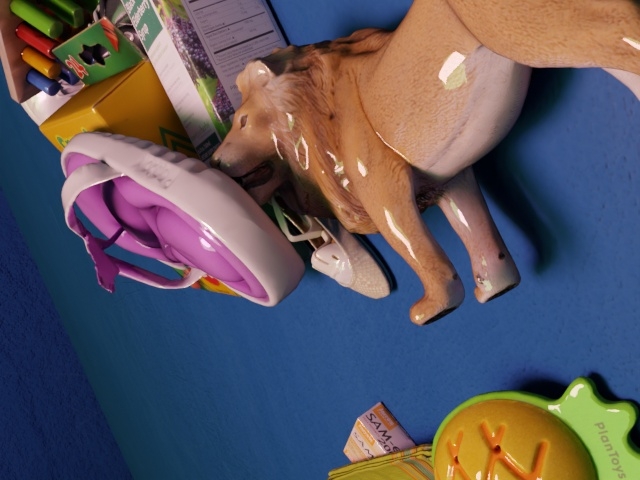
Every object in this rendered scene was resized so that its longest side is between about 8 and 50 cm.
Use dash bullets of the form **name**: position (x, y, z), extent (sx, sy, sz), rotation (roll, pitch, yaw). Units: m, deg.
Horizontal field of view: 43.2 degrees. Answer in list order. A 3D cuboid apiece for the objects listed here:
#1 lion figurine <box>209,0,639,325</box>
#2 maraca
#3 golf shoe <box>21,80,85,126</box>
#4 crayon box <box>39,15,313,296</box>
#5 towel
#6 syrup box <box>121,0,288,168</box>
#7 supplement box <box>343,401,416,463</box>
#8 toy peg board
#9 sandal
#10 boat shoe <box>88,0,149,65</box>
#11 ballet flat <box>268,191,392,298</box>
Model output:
- **lion figurine**: position (0.078, -0.097, 0.486), extent (0.392, 0.142, 0.240), rotation (-43, 69, 49)
- **maraca**: position (0.162, 0.169, 0.607), extent (0.186, 0.099, 0.127), rotation (-30, 85, 39)
- **golf shoe**: position (-0.385, -0.271, 1.146), extent (0.140, 0.115, 0.306), rotation (3, 119, 57)
- **crayon box**: position (-0.174, -0.073, 0.866), extent (0.318, 0.081, 0.202), rotation (50, 157, -23)
- **towel**: position (0.093, 0.267, 0.849), extent (0.102, 0.021, 0.237), rotation (45, 147, -4)
- **syrup box**: position (-0.105, -0.192, 0.731), extent (0.237, 0.096, 0.093), rotation (63, 154, -5)
- **supplement box**: position (0.064, 0.233, 0.906), extent (0.062, 0.036, 0.098), rotation (48, 150, 24)
- **toy peg board**: position (-0.293, -0.248, 0.960), extent (0.079, 0.161, 0.160), rotation (34, 145, 19)
- **sandal**: position (-0.164, -0.009, 0.703), extent (0.169, 0.102, 0.416), rotation (51, 160, -22)
- **boat shoe**: position (-0.209, -0.214, 0.902), extent (0.114, 0.091, 0.302), rotation (48, 151, 25)
- **ballet flat**: position (0.000, 0.000, 0.777), extent (0.168, 0.052, 0.057), rotation (50, 152, 21)
